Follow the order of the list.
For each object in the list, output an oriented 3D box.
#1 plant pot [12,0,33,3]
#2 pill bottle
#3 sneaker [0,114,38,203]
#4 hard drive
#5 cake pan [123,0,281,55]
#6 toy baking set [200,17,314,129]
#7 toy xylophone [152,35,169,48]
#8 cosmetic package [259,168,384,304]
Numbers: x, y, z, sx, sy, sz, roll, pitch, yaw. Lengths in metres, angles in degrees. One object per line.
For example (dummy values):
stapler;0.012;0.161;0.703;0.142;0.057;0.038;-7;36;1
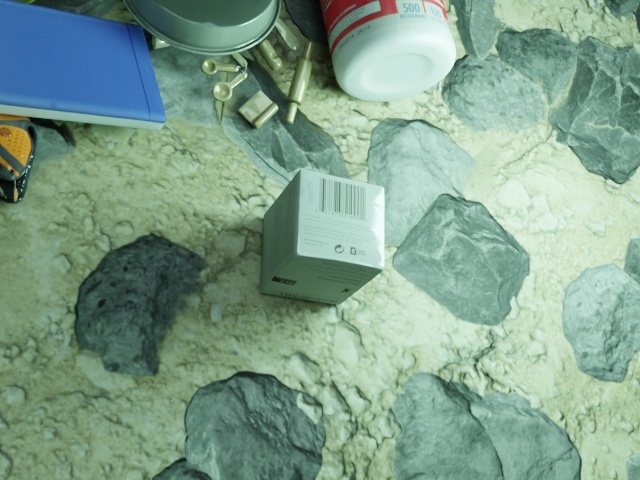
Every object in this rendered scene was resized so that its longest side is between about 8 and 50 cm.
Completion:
plant pot;-0.549;-0.577;1.376;0.275;0.275;0.293;11;48;-18
pill bottle;0.106;-0.493;1.605;0.229;0.229;0.407;-3;69;-23
sneaker;-0.542;-0.098;1.227;0.180;0.124;0.321;38;59;-2
hard drive;-0.420;-0.286;1.349;0.319;0.040;0.210;1;60;-38
cake pan;-0.204;-0.460;1.462;0.293;0.054;0.293;7;65;-16
toy baking set;-0.104;-0.334;1.518;0.197;0.030;0.256;23;79;-19
toy xylophone;-0.228;-0.472;1.544;0.323;0.081;0.236;-12;74;-26
cosmetic package;0.000;0.000;1.373;0.151;0.183;0.151;10;64;-18
